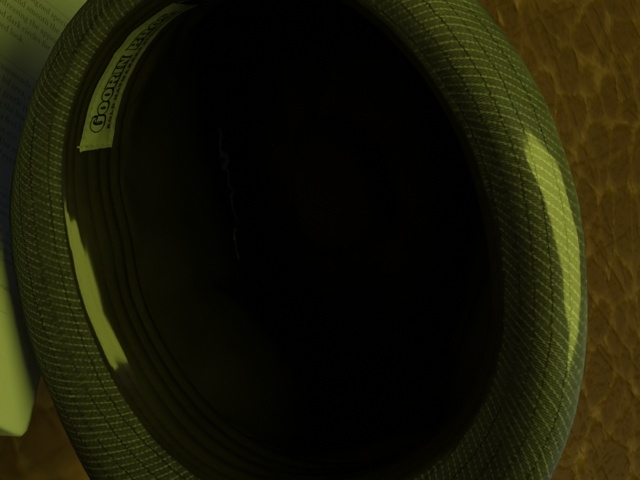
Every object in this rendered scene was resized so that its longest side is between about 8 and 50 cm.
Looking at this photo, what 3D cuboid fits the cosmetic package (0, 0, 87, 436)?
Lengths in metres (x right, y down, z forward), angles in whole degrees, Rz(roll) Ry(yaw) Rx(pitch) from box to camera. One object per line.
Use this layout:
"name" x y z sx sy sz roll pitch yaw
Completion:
"cosmetic package" -0.237 -0.119 0.587 0.377 0.097 0.284 37 59 -43

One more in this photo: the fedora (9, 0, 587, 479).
"fedora" 0.000 0.000 0.627 0.124 0.244 0.275 -22 93 -65
